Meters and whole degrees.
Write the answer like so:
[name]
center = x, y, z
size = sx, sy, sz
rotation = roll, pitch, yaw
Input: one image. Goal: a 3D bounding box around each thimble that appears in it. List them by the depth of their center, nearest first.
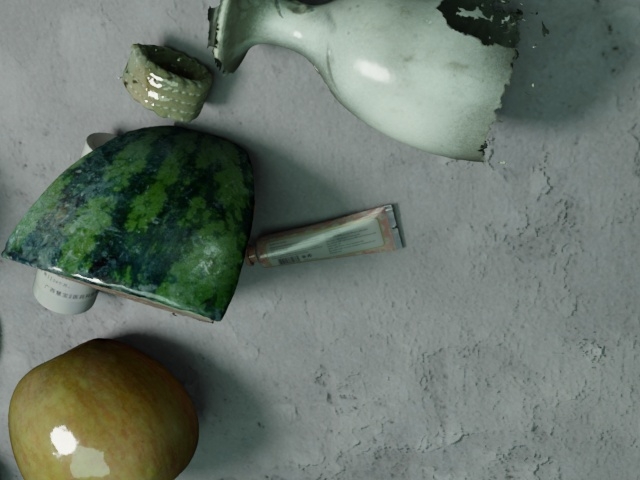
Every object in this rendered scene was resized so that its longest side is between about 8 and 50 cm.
[thimble]
center = -0.193, -0.199, 1.225
size = 0.110, 0.084, 0.062
rotation = 24, 119, -4

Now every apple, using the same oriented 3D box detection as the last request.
[apple]
center = -0.308, 0.259, 1.388
size = 0.257, 0.257, 0.233
rotation = -28, 88, 24

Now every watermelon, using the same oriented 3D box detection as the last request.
[watermelon]
center = -0.235, -0.014, 1.254
size = 0.250, 0.283, 0.293
rotation = 35, 141, -15

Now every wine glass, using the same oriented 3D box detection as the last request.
[wine glass]
center = 0.060, -0.214, 1.098
size = 0.357, 0.190, 0.190
rotation = 17, 118, 8

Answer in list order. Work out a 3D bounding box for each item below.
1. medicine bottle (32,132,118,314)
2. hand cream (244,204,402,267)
[medicine bottle]
center = -0.321, -0.022, 1.341
size = 0.095, 0.095, 0.260
rotation = 24, 119, 2
[hand cream]
center = 0.000, 0.000, 1.302
size = 0.210, 0.043, 0.067
rotation = -10, 114, 13
